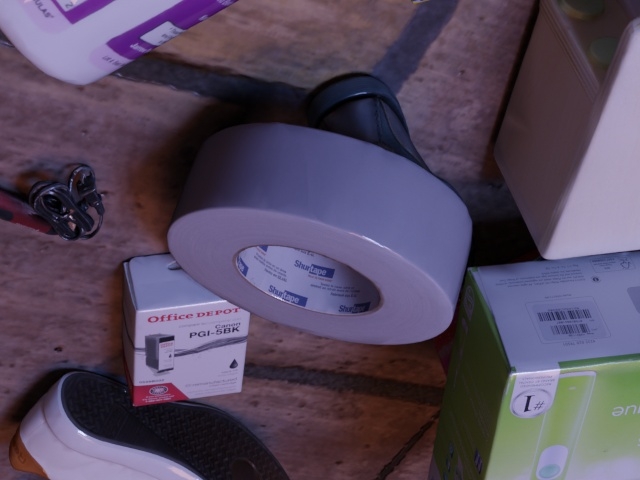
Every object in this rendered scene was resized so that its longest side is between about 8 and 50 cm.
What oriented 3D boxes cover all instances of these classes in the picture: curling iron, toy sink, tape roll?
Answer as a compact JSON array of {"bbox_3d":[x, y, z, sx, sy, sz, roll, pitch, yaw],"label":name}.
[{"bbox_3d":[-0.264,-0.057,0.997,0.274,0.035,0.068,23,122,-41],"label":"curling iron"},{"bbox_3d":[0.240,-0.115,1.056,0.153,0.131,0.234,-7,141,-16],"label":"toy sink"},{"bbox_3d":[0.000,0.000,1.055,0.219,0.072,0.219,14,156,6],"label":"tape roll"}]

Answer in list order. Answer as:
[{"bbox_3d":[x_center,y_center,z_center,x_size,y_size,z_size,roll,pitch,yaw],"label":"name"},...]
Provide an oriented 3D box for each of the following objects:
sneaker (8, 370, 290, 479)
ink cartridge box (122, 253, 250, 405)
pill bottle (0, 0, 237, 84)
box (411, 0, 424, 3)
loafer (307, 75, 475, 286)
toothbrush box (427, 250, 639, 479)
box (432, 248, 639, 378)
[{"bbox_3d":[-0.155,0.213,1.317,0.290,0.106,0.123,30,125,-31],"label":"sneaker"},{"bbox_3d":[-0.114,0.074,1.195,0.099,0.056,0.135,-7,140,-13],"label":"ink cartridge box"},{"bbox_3d":[-0.052,-0.225,0.778,0.301,0.169,0.169,-28,141,11],"label":"pill bottle"},{"bbox_3d":[0.133,-0.212,0.954,0.169,0.059,0.054,-13,139,-7],"label":"box"},{"bbox_3d":[0.063,-0.019,1.134,0.096,0.084,0.267,-26,141,9],"label":"loafer"},{"bbox_3d":[0.213,0.152,1.168,0.206,0.122,0.283,-4,134,-11],"label":"toothbrush box"},{"bbox_3d":[0.237,0.079,1.284,0.257,0.128,0.122,-25,138,9],"label":"box"}]
